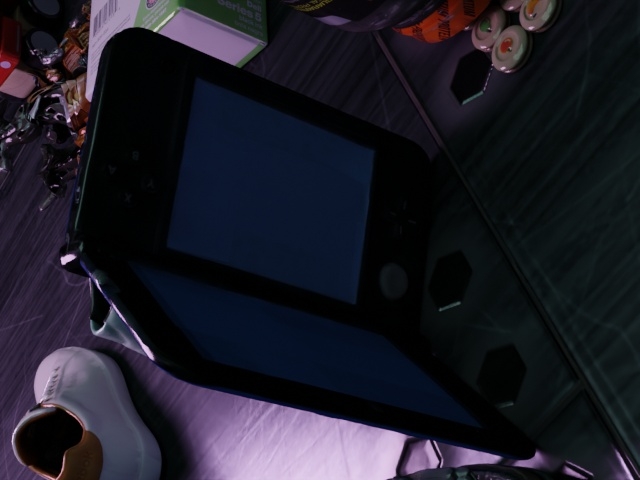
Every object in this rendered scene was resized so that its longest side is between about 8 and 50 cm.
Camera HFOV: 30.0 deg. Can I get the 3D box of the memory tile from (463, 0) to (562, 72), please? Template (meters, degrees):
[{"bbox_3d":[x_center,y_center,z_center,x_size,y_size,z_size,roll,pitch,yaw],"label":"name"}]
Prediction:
[{"bbox_3d":[0.160,-0.207,0.906,0.148,0.012,0.113,-56,37,22],"label":"memory tile"}]

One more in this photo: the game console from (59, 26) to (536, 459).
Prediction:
[{"bbox_3d":[0.000,0.000,0.788,0.173,0.293,0.250,-12,65,51],"label":"game console"}]

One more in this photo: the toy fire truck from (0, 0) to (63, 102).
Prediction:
[{"bbox_3d":[-0.494,-0.345,1.698,0.158,0.246,0.217,-38,46,41],"label":"toy fire truck"}]

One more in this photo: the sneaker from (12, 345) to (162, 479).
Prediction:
[{"bbox_3d":[-0.269,0.178,1.247,0.290,0.123,0.106,30,102,57],"label":"sneaker"}]

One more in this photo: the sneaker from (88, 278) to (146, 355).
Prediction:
[{"bbox_3d":[-0.134,-0.015,1.114,0.094,0.151,0.256,-4,71,56],"label":"sneaker"}]

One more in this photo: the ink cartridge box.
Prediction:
[{"bbox_3d":[-0.160,-0.295,1.313,0.198,0.115,0.273,-32,51,44],"label":"ink cartridge box"}]

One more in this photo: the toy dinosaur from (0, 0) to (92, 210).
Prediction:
[{"bbox_3d":[-0.297,-0.154,1.430,0.218,0.164,0.322,-30,28,25],"label":"toy dinosaur"}]

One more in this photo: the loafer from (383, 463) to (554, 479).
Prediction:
[{"bbox_3d":[0.045,0.209,0.812,0.267,0.084,0.096,-29,52,46],"label":"loafer"}]

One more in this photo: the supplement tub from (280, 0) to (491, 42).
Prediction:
[{"bbox_3d":[-0.020,-0.289,0.892,0.207,0.338,0.207,-41,37,41],"label":"supplement tub"}]
